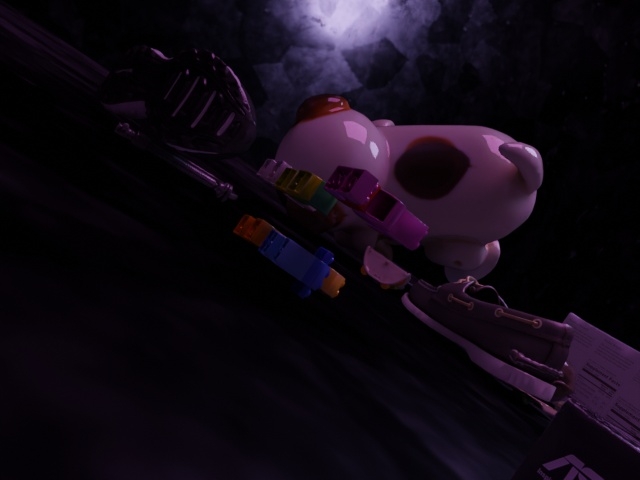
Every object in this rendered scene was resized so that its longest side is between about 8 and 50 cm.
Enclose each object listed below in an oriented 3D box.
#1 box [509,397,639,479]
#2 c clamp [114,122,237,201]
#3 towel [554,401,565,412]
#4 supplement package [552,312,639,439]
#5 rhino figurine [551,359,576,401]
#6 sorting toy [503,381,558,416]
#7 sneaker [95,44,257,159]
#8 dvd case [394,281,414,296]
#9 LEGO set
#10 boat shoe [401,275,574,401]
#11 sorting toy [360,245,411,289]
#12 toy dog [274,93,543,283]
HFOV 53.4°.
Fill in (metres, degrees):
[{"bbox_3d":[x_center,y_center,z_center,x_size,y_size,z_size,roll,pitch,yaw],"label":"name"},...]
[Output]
[{"bbox_3d":[0.237,0.189,0.293,0.270,0.060,0.216,32,5,-39],"label":"box"},{"bbox_3d":[-0.153,-0.081,0.689,0.161,0.022,0.137,31,0,-27],"label":"c clamp"},{"bbox_3d":[0.360,0.257,0.775,0.148,0.027,0.110,35,4,-3],"label":"towel"},{"bbox_3d":[0.494,0.261,0.994,0.204,0.145,0.262,33,5,-23],"label":"supplement package"},{"bbox_3d":[0.312,0.182,0.962,0.106,0.073,0.243,31,2,5],"label":"rhino figurine"},{"bbox_3d":[0.246,0.188,0.764,0.083,0.012,0.062,31,3,-45],"label":"sorting toy"},{"bbox_3d":[-0.141,-0.143,0.692,0.108,0.100,0.271,37,-5,-43],"label":"sneaker"},{"bbox_3d":[0.199,0.116,1.211,0.180,0.022,0.253,35,4,27],"label":"dvd case"},{"bbox_3d":[0.000,0.000,0.497,0.093,0.087,0.227,36,-4,-21],"label":"LEGO set"},{"bbox_3d":[0.208,0.102,0.832,0.109,0.091,0.305,25,4,-24],"label":"boat shoe"},{"bbox_3d":[0.106,0.057,1.027,0.083,0.045,0.075,36,-3,26],"label":"sorting toy"},{"bbox_3d":[0.121,-0.084,1.070,0.408,0.284,0.395,10,-3,-13],"label":"toy dog"}]
